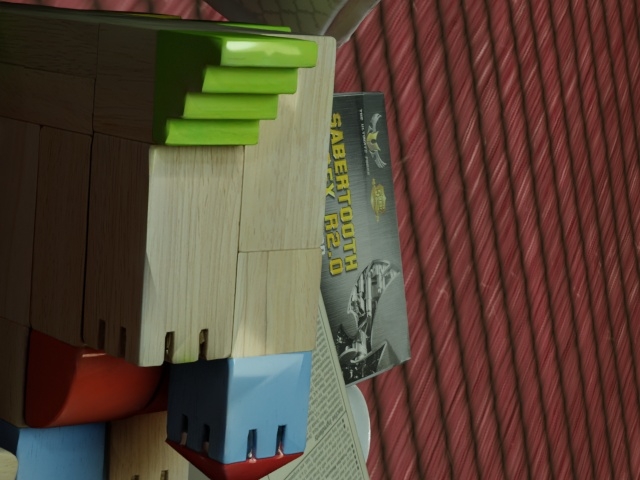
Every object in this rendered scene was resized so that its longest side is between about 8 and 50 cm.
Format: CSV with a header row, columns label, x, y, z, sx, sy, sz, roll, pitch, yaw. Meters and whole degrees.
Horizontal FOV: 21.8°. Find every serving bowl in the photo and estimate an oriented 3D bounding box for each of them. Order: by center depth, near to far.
label,x,y,z,sx,sy,sz,roll,pitch,yaw
serving bowl,0.010,0.156,1.350,0.083,0.027,0.083,12,76,-60

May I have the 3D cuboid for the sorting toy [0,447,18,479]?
label,x,y,z,sx,sy,sz,roll,pitch,yaw
sorting toy,-0.276,0.191,0.687,0.257,0.089,0.255,12,99,-60

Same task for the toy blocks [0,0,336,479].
label,x,y,z,sx,sy,sz,roll,pitch,yaw
toy blocks,-0.127,0.016,0.835,0.191,0.381,0.261,-3,101,-39

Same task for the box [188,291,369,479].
label,x,y,z,sx,sy,sz,roll,pitch,yaw
box,-0.049,0.176,1.142,0.148,0.121,0.311,-40,121,-56

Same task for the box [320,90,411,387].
label,x,y,z,sx,sy,sz,roll,pitch,yaw
box,0.000,0.000,1.323,0.183,0.056,0.231,-12,97,-61

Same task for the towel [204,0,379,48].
label,x,y,z,sx,sy,sz,roll,pitch,yaw
towel,-0.087,-0.231,0.760,0.332,0.317,0.053,38,70,-2
